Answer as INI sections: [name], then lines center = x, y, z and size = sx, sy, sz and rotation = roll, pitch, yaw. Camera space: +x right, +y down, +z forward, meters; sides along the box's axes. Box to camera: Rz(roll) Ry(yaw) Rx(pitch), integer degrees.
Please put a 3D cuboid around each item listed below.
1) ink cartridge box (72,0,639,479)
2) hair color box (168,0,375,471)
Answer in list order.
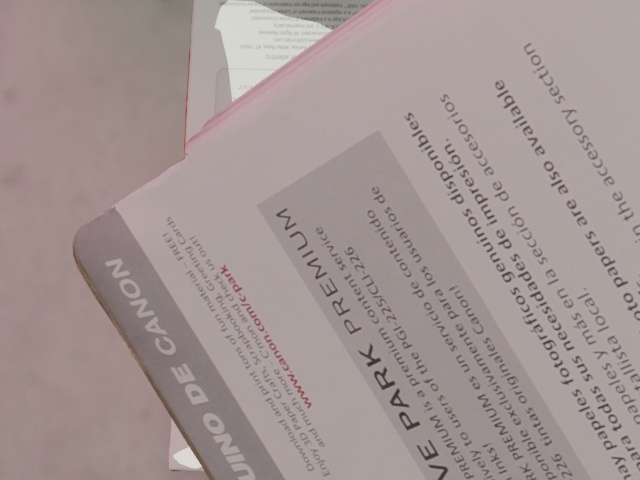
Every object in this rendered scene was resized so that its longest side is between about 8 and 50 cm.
[ink cartridge box]
center = 0.114, 0.054, 0.537
size = 0.272, 0.130, 0.309
rotation = -29, 93, 42
[hair color box]
center = 0.000, 0.000, 0.654
size = 0.093, 0.053, 0.167
rotation = 3, 86, 11
